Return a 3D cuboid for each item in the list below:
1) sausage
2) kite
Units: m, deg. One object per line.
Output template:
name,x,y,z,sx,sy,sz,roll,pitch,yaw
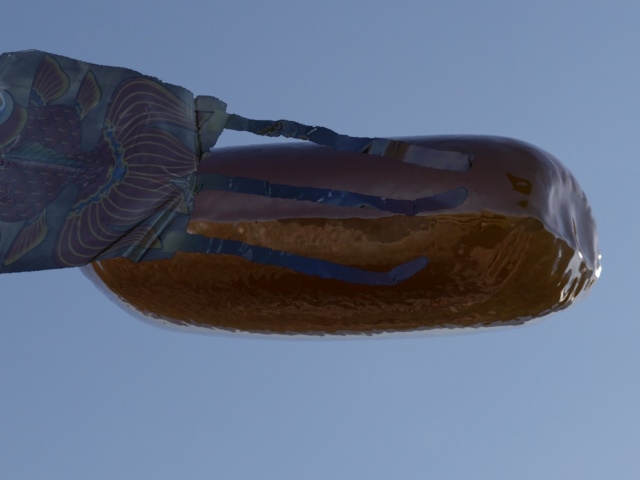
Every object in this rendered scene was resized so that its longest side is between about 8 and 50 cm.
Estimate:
sausage,0.000,0.000,0.839,0.274,0.105,0.105,-1,-36,31
kite,-0.056,-0.020,0.685,0.229,0.127,0.016,9,-35,17
